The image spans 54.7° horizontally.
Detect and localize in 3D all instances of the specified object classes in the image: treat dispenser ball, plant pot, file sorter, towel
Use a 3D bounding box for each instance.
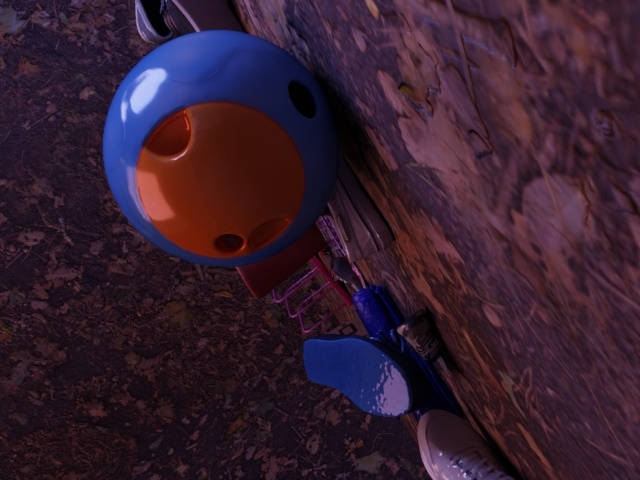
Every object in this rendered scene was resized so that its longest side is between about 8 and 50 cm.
[{"bbox_3d":[-0.120,-0.110,0.772,0.288,0.288,0.288,60,176,8],"label":"treat dispenser ball"},{"bbox_3d":[-0.111,-0.031,1.479,0.275,0.243,0.275,60,175,8],"label":"plant pot"},{"bbox_3d":[-0.072,0.099,1.843,0.291,0.182,0.202,50,-175,-22],"label":"file sorter"},{"bbox_3d":[0.167,0.237,1.222,0.308,0.076,0.228,61,179,15],"label":"towel"}]

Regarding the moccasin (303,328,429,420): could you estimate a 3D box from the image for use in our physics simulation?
[{"bbox_3d":[0.086,0.205,1.068,0.342,0.116,0.138,9,103,62],"label":"moccasin"}]

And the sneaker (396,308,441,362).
[{"bbox_3d":[0.157,0.148,0.929,0.058,0.052,0.135,50,179,31],"label":"sneaker"}]

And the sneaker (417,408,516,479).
[{"bbox_3d":[0.261,0.370,0.932,0.305,0.114,0.152,52,158,34],"label":"sneaker"}]

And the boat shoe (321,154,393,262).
[{"bbox_3d":[0.017,-0.067,0.898,0.226,0.075,0.083,57,174,34],"label":"boat shoe"}]

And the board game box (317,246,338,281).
[{"bbox_3d":[0.000,0.000,1.707,0.193,0.045,0.147,57,174,44],"label":"board game box"}]

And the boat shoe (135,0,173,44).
[{"bbox_3d":[-0.372,-0.599,1.371,0.099,0.116,0.320,36,134,55],"label":"boat shoe"}]

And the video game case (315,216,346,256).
[{"bbox_3d":[0.004,-0.065,1.268,0.210,0.041,0.232,62,176,0],"label":"video game case"}]

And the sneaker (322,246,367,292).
[{"bbox_3d":[0.056,0.077,1.450,0.158,0.064,0.061,60,176,11],"label":"sneaker"}]

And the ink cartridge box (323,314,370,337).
[{"bbox_3d":[0.078,0.271,1.696,0.060,0.180,0.104,58,175,29],"label":"ink cartridge box"}]

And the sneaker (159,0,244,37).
[{"bbox_3d":[-0.253,-0.450,1.083,0.146,0.104,0.296,28,158,40],"label":"sneaker"}]
